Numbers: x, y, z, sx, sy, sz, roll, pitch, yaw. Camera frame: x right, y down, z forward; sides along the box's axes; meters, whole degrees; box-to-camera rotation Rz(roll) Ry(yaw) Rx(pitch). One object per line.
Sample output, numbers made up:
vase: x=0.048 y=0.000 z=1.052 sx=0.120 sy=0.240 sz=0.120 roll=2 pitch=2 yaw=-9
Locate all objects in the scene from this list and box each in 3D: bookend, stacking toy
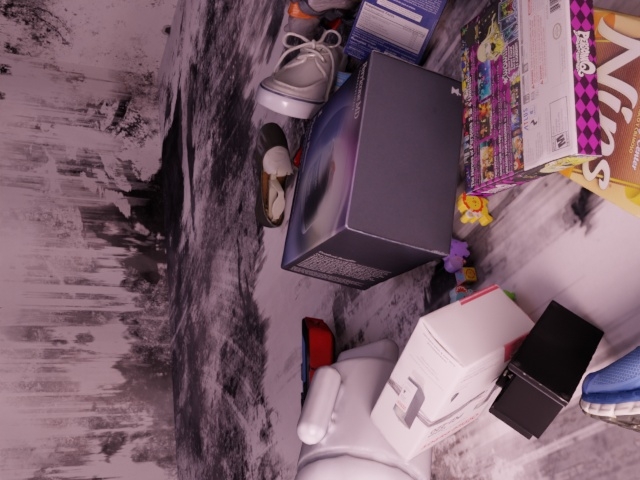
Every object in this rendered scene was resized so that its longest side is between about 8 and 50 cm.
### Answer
bookend: x=0.245 y=0.176 z=0.846 sx=0.072 sy=0.156 sz=0.157 roll=34 pitch=128 yaw=17
stacking toy: x=0.211 y=0.060 z=1.088 sx=0.167 sy=0.052 sz=0.221 roll=129 pitch=138 yaw=-54

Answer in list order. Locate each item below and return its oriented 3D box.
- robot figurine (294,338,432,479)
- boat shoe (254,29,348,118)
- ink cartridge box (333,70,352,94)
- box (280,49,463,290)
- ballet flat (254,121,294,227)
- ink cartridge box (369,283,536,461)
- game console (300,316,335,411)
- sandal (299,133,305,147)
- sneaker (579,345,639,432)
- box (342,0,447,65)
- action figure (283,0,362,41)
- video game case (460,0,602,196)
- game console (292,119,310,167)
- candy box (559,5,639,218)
robot figurine: x=0.072 y=0.323 z=1.105 sx=0.200 sy=0.300 sz=0.353 roll=-26 pitch=31 yaw=32
boat shoe: x=-0.014 y=-0.349 z=1.438 sx=0.367 sy=0.136 sz=0.156 roll=-43 pitch=-25 yaw=-63
ink cartridge box: x=0.075 y=-0.248 z=1.403 sx=0.090 sy=0.092 sz=0.143 roll=-137 pitch=55 yaw=-62
box: x=0.080 y=-0.101 z=1.185 sx=0.294 sy=0.183 sz=0.296 roll=148 pitch=135 yaw=-63
ballet flat: x=-0.114 y=-0.160 z=1.851 sx=0.096 sy=0.095 sz=0.280 roll=38 pitch=131 yaw=52
ink cartridge box: x=0.176 y=0.182 z=0.977 sx=0.092 sy=0.159 sz=0.218 roll=49 pitch=139 yaw=29
game console: x=-0.016 y=0.332 z=1.415 sx=0.386 sy=0.060 sz=0.342 roll=142 pitch=132 yaw=-87
sandal: x=0.007 y=-0.192 z=1.635 sx=0.179 sy=0.040 sz=0.067 roll=39 pitch=129 yaw=45
sneaker: x=0.371 y=0.095 z=0.654 sx=0.330 sy=0.130 sz=0.147 roll=-43 pitch=33 yaw=54
box: x=0.139 y=-0.398 z=1.231 sx=0.036 sy=0.136 sz=0.225 roll=-62 pitch=-3 yaw=-51
action figure: x=0.001 y=-0.591 z=1.540 sx=0.341 sy=0.179 sz=0.330 roll=46 pitch=119 yaw=58
video game case: x=0.239 y=-0.184 z=0.849 sx=0.210 sy=0.042 sz=0.232 roll=157 pitch=115 yaw=-66
game console: x=0.002 y=-0.183 z=1.477 sx=0.085 sy=0.144 sz=0.124 roll=25 pitch=85 yaw=54
candy box: x=0.328 y=-0.155 z=0.799 sx=0.316 sy=0.088 sz=0.182 roll=-126 pitch=45 yaw=-58
